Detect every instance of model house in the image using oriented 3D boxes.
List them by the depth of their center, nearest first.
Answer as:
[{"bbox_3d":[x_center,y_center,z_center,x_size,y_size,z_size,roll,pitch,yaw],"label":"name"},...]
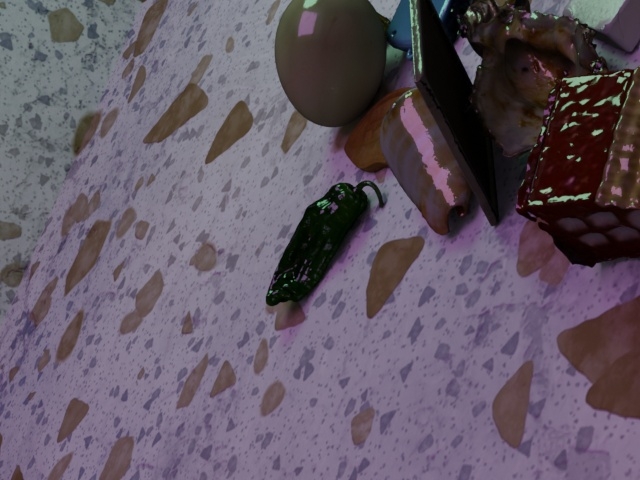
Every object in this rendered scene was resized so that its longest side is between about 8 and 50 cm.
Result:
[{"bbox_3d":[0.373,-0.087,1.576,0.254,0.160,0.196,-9,56,54],"label":"model house"}]

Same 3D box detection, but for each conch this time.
[{"bbox_3d":[0.151,-0.134,2.012,0.158,0.127,0.255,-44,33,27],"label":"conch"}]

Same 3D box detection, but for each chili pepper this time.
[{"bbox_3d":[-0.003,0.000,2.205,0.257,0.074,0.100,-58,31,14],"label":"chili pepper"}]

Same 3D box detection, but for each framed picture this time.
[{"bbox_3d":[0.179,-0.186,1.866,0.016,0.289,0.213,-16,46,18],"label":"framed picture"}]

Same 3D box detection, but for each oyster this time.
[{"bbox_3d":[0.267,-0.235,1.882,0.198,0.133,0.337,-33,42,5],"label":"oyster"}]

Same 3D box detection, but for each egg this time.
[{"bbox_3d":[0.016,-0.306,2.311,0.186,0.186,0.241,-142,50,-62],"label":"egg"}]

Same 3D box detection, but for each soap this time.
[{"bbox_3d":[0.414,-0.351,1.853,0.183,0.064,0.121,-57,29,7],"label":"soap"}]

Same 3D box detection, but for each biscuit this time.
[{"bbox_3d":[0.111,-0.178,2.223,0.221,0.029,0.142,-9,57,56],"label":"biscuit"}]

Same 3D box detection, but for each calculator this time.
[{"bbox_3d":[0.204,-0.423,2.276,0.173,0.051,0.293,9,72,59],"label":"calculator"}]

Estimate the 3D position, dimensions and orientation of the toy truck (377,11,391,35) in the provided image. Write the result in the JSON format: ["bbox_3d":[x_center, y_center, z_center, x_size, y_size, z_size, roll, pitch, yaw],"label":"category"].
[{"bbox_3d":[0.071,-0.345,2.419,0.123,0.052,0.063,-48,36,19],"label":"toy truck"}]
